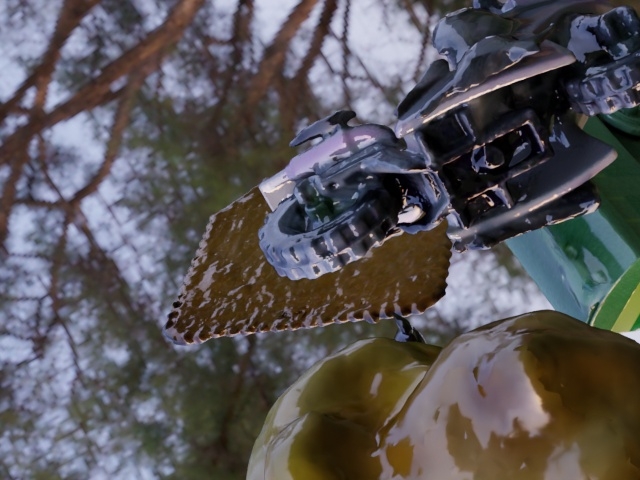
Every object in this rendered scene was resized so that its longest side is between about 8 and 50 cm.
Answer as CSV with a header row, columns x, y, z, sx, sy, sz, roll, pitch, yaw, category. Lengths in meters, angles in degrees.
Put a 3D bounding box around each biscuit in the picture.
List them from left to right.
x,y,z,sx,sy,sz,roll,pitch,yaw,category
0.000,0.000,1.094,0.237,0.232,0.013,-75,-29,-54,biscuit

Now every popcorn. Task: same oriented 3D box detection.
x,y,z,sx,sy,sz,roll,pitch,yaw,category
0.106,0.154,0.537,0.297,0.316,0.281,27,-121,-11,popcorn

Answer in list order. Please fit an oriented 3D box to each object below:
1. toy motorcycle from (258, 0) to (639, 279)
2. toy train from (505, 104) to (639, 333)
x,y,z,sx,sy,sz,roll,pitch,yaw,category
0.103,-0.082,0.920,0.143,0.327,0.188,59,-172,-24,toy motorcycle
0.261,-0.038,1.226,0.202,0.120,0.301,-4,-136,-30,toy train
